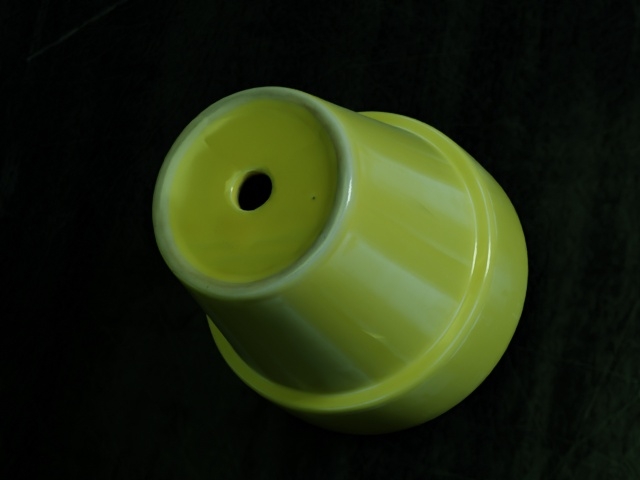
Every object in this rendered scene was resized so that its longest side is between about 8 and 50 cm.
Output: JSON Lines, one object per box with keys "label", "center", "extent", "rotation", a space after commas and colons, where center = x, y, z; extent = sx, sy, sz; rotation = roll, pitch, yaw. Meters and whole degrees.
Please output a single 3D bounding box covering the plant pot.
{"label": "plant pot", "center": [0.000, 0.000, 1.419], "extent": [0.254, 0.239, 0.254], "rotation": [-10, 66, 24]}
